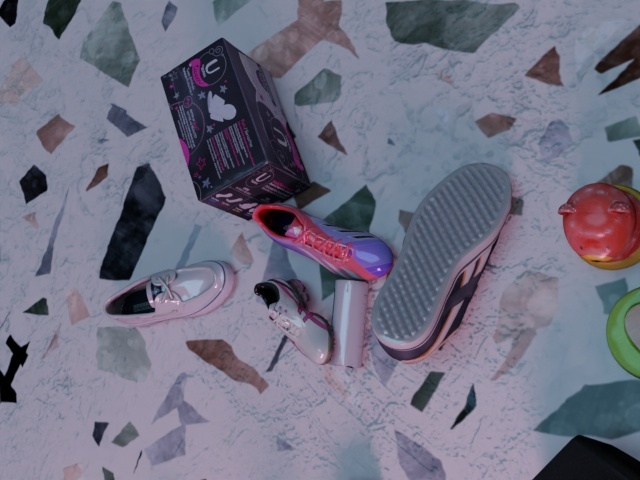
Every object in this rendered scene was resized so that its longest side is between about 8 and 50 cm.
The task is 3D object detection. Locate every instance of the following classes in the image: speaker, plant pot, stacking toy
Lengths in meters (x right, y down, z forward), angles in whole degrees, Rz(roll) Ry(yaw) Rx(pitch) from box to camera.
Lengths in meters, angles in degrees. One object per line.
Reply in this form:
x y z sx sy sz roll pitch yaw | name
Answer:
0.044 0.131 1.360 0.055 0.055 0.136 1 82 30 | speaker
0.355 0.350 1.075 0.188 0.187 0.167 -50 50 13 | plant pot
0.465 0.031 1.090 0.308 0.130 0.280 -13 74 28 | stacking toy

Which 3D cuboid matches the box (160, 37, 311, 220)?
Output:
-0.140 -0.184 1.463 0.142 0.163 0.247 -27 69 20 | box

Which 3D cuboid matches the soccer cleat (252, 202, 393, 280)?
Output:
0.000 0.000 1.386 0.248 0.095 0.083 24 93 32 | soccer cleat

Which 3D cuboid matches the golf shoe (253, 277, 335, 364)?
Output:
-0.044 0.130 1.369 0.186 0.085 0.068 52 127 44 | golf shoe

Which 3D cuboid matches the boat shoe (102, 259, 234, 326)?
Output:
-0.272 0.099 1.532 0.258 0.084 0.095 -24 69 25 | boat shoe

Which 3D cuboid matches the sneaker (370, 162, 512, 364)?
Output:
0.177 0.035 1.272 0.126 0.127 0.321 27 70 25 | sneaker
